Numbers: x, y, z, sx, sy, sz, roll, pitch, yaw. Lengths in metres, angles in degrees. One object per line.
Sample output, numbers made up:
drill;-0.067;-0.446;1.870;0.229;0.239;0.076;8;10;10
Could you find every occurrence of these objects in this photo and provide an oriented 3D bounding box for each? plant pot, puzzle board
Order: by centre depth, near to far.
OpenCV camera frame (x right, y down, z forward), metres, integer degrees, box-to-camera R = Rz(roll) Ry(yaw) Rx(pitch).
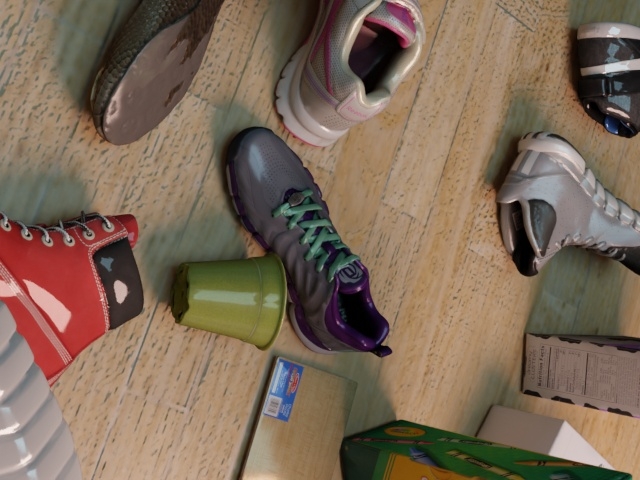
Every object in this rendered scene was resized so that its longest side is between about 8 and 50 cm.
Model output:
plant pot;-0.080;0.047;0.874;0.079;0.083;0.083;8;87;-25
puzzle board;-0.021;0.178;0.956;0.096;0.011;0.128;23;77;-33

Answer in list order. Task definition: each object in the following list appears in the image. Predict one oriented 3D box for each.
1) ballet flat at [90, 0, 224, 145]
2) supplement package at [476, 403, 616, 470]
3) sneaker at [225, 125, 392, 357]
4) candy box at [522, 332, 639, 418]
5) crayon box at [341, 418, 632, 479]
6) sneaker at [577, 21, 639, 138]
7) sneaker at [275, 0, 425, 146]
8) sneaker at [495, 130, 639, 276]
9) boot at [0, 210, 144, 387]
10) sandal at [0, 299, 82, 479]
ballet flat;-0.119;-0.189;0.850;0.250;0.058;0.084;-62;159;-12
supplement package;0.240;0.266;1.092;0.179;0.105;0.105;43;68;-29
sneaker;0.000;0.000;0.911;0.083;0.098;0.224;-37;112;-30
candy box;0.340;0.142;1.104;0.164;0.196;0.070;5;89;-36
crayon box;0.140;0.264;0.911;0.081;0.278;0.166;-11;98;-37
sneaker;0.374;-0.175;1.200;0.216;0.079;0.121;2;93;-28
sneaker;0.050;-0.205;0.933;0.103;0.111;0.252;19;80;-35
sneaker;0.266;0.000;1.126;0.228;0.086;0.132;40;73;-19
boot;-0.228;-0.011;0.755;0.176;0.088;0.244;-41;122;-28
sandal;-0.255;0.101;0.638;0.169;0.102;0.417;-30;107;-53
